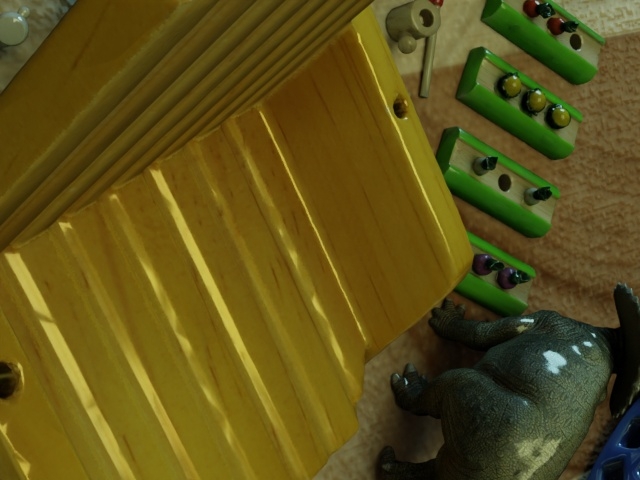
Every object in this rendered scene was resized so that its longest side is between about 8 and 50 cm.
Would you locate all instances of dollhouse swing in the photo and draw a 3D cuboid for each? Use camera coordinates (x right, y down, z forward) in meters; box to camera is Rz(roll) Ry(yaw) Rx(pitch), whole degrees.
[{"bbox_3d":[0.000,0.000,0.533,0.347,0.305,0.315,-38,108,-49],"label":"dollhouse swing"}]

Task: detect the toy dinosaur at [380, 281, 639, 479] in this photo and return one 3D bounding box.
[{"bbox_3d":[0.124,0.113,0.742,0.313,0.160,0.121,-33,104,-30],"label":"toy dinosaur"}]

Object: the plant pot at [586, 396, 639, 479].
[{"bbox_3d":[0.363,0.184,0.854,0.236,0.236,0.212,29,66,-27],"label":"plant pot"}]

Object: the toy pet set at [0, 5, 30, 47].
[{"bbox_3d":[-0.149,-0.131,0.657,0.122,0.065,0.114,39,103,-21],"label":"toy pet set"}]

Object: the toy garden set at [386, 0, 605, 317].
[{"bbox_3d":[0.113,-0.094,0.812,0.204,0.049,0.244,27,73,-28],"label":"toy garden set"}]
